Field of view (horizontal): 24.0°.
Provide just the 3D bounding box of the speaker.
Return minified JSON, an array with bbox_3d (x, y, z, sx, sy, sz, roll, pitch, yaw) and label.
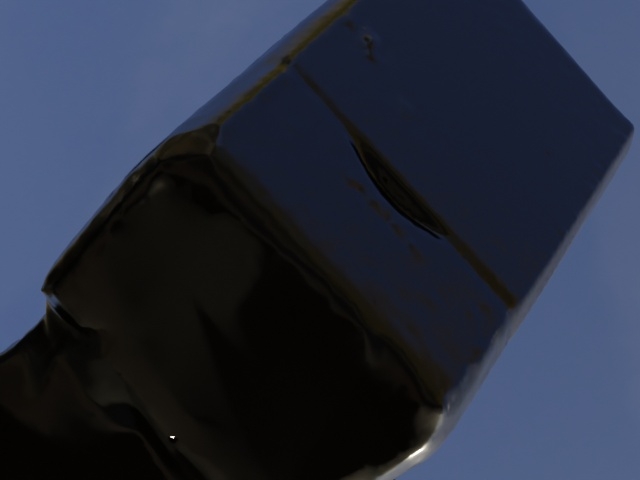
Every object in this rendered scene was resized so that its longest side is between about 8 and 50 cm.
[{"bbox_3d":[0.000,0.000,0.765,0.180,0.388,0.184,48,-53,-4],"label":"speaker"}]
